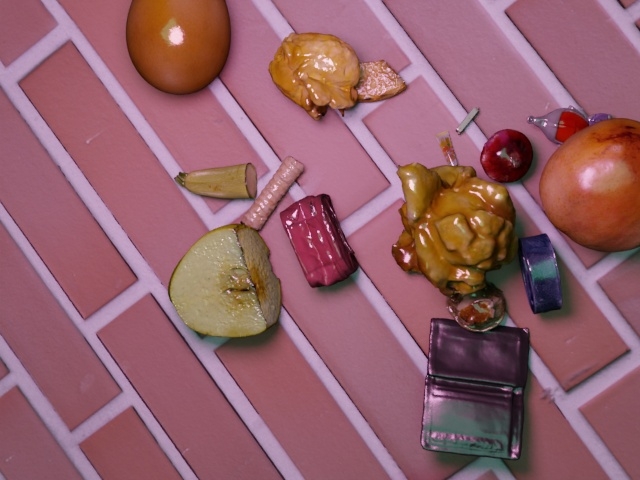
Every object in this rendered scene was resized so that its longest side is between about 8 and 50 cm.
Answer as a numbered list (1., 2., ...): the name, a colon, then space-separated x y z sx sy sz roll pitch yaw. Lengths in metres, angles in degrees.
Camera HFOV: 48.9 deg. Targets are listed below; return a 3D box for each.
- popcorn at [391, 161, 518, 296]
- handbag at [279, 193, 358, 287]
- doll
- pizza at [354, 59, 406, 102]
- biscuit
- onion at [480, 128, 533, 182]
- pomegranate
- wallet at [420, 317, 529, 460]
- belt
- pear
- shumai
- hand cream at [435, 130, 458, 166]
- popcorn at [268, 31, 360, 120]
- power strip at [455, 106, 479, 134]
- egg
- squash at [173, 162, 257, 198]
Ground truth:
1. popcorn: 0.314 -0.054 1.637 0.290 0.326 0.321 -2 131 2
2. handbag: 0.000 0.000 1.725 0.135 0.146 0.225 -22 89 12
3. doll: 0.604 -0.270 1.684 0.227 0.075 0.102 8 101 -3
4. pizza: 0.132 -0.397 1.758 0.160 0.036 0.099 -8 90 6
5. biscuit: -0.122 -0.114 1.781 0.061 0.055 0.219 36 95 20
6. onion: 0.445 -0.199 1.683 0.131 0.131 0.131 0 91 7
7. pomegranate: 0.641 -0.119 1.588 0.319 0.319 0.319 0 91 7
8. wallet: 0.375 0.354 1.695 0.247 0.041 0.323 6 73 5
9. belt: 0.522 0.081 1.665 0.082 0.141 0.190 -11 90 9
10. pear: -0.247 0.112 1.749 0.292 0.159 0.292 1 98 9
11. shumai: 0.381 0.155 1.692 0.145 0.116 0.145 -1 81 9
12. hand cream: 0.317 -0.221 1.747 0.035 0.022 0.102 -20 84 14
13. popcorn: -0.009 -0.408 1.697 0.253 0.191 0.190 43 96 4
14. power strip: 0.363 -0.297 1.737 0.017 0.027 0.083 39 93 5
15. egg: -0.341 -0.515 1.707 0.250 0.250 0.322 3 82 7
16. squash: -0.274 -0.154 1.795 0.224 0.094 0.094 2 91 15
